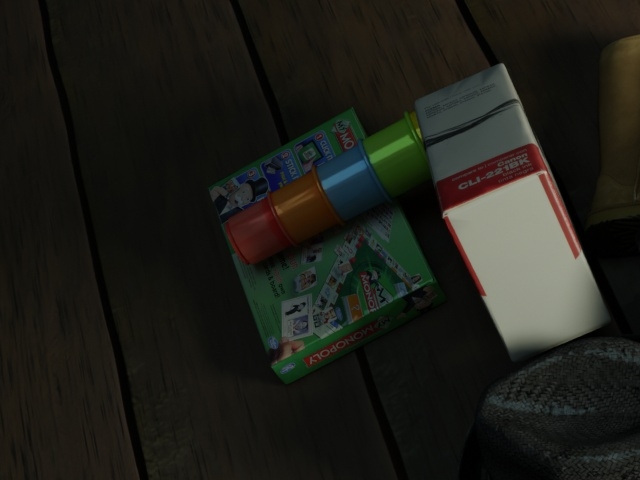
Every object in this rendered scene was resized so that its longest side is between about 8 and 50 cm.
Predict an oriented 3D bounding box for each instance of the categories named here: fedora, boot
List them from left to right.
[{"bbox_3d":[0.271,0.188,1.531,0.334,0.152,0.334,-15,49,18],"label":"fedora"},{"bbox_3d":[0.404,-0.120,1.746,0.236,0.089,0.269,-4,52,26],"label":"boot"}]

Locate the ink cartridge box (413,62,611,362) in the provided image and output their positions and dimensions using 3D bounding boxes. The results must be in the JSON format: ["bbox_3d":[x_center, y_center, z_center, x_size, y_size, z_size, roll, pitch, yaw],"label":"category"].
[{"bbox_3d":[0.196,-0.036,1.666,0.114,0.197,0.273,-24,28,9],"label":"ink cartridge box"}]

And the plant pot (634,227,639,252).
[{"bbox_3d":[0.408,0.014,1.532,0.167,0.187,0.188,-29,88,14],"label":"plant pot"}]

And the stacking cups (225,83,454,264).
[{"bbox_3d":[0.036,-0.074,1.847,0.316,0.096,0.096,-25,47,11],"label":"stacking cups"}]

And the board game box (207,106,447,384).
[{"bbox_3d":[0.000,0.000,1.902,0.213,0.046,0.317,-27,46,6],"label":"board game box"}]
